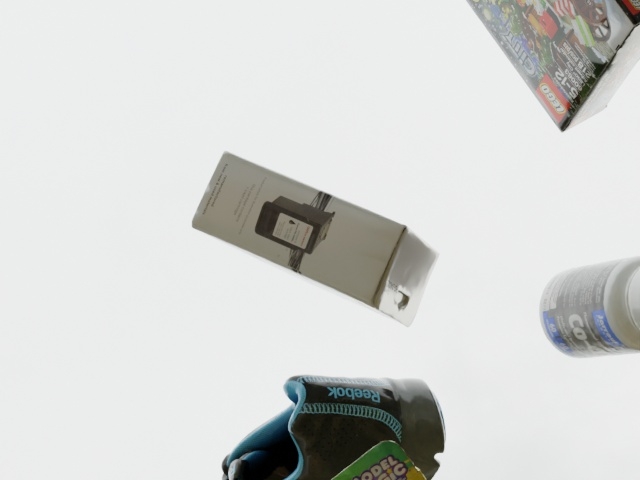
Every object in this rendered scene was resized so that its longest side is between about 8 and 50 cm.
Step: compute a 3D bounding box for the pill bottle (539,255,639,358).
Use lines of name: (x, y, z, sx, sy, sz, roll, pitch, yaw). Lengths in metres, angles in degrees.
pill bottle: (0.244, 0.054, 1.173, 0.078, 0.137, 0.078, 4, -99, -24)

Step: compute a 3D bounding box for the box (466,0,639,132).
box: (0.143, -0.209, 1.024, 0.044, 0.233, 0.159, -29, -15, -18)

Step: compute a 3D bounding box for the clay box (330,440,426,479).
clay box: (0.047, 0.245, 0.990, 0.127, 0.053, 0.222, -36, -71, -12)

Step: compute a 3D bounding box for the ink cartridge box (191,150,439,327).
ink cartridge box: (0.000, 0.000, 1.045, 0.150, 0.109, 0.063, 23, -93, 20)

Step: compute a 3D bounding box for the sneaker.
sneaker: (-0.039, 0.220, 1.235, 0.140, 0.125, 0.341, 14, -51, -28)
